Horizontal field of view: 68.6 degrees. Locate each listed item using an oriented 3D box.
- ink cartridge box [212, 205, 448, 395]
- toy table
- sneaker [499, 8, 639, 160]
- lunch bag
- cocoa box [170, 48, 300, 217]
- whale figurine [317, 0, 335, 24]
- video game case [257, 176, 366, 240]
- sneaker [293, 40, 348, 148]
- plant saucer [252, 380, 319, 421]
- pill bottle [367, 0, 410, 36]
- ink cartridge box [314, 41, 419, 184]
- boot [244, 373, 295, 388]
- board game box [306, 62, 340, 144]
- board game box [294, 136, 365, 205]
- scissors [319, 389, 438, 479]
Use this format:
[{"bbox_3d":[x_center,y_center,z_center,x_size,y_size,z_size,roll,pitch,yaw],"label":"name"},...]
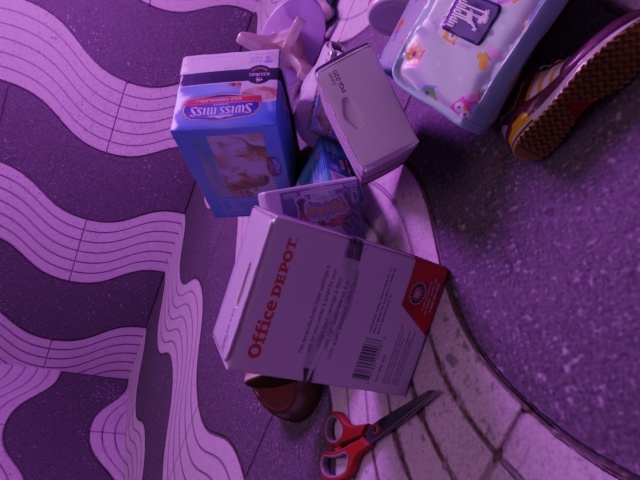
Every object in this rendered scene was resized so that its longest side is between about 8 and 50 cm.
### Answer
[{"bbox_3d":[0.012,0.086,0.651,0.114,0.273,0.197,26,98,64],"label":"ink cartridge box"},{"bbox_3d":[-0.099,-0.537,1.326,0.161,0.252,0.274,-77,8,-48],"label":"toy table"},{"bbox_3d":[0.273,-0.181,0.522,0.185,0.069,0.084,-49,35,38],"label":"sneaker"},{"bbox_3d":[0.198,-0.274,0.601,0.223,0.160,0.262,-60,19,25],"label":"lunch bag"},{"bbox_3d":[-0.180,-0.237,1.129,0.347,0.231,0.228,80,-171,-61],"label":"cocoa box"},{"bbox_3d":[0.002,-0.760,1.396,0.216,0.141,0.272,-26,77,58],"label":"whale figurine"},{"bbox_3d":[0.000,0.000,0.752,0.023,0.201,0.183,-1,101,47],"label":"video game case"},{"bbox_3d":[0.016,-0.358,1.111,0.169,0.108,0.292,-52,31,43],"label":"sneaker"},{"bbox_3d":[-0.085,0.261,0.921,0.198,0.036,0.199,6,98,42],"label":"plant saucer"},{"bbox_3d":[0.156,-0.511,0.915,0.108,0.108,0.193,-16,60,61],"label":"pill bottle"},{"bbox_3d":[0.069,-0.182,0.731,0.092,0.159,0.218,-27,0,6],"label":"ink cartridge box"},{"bbox_3d":[-0.054,0.160,0.853,0.213,0.077,0.165,-28,55,8],"label":"boot"},{"bbox_3d":[0.035,-0.298,1.039,0.026,0.103,0.154,-7,69,63],"label":"board game box"},{"bbox_3d":[-0.034,-0.020,0.997,0.336,0.079,0.254,-61,18,26],"label":"board game box"},{"bbox_3d":[0.078,0.296,0.694,0.297,0.021,0.109,-38,40,49],"label":"scissors"}]
